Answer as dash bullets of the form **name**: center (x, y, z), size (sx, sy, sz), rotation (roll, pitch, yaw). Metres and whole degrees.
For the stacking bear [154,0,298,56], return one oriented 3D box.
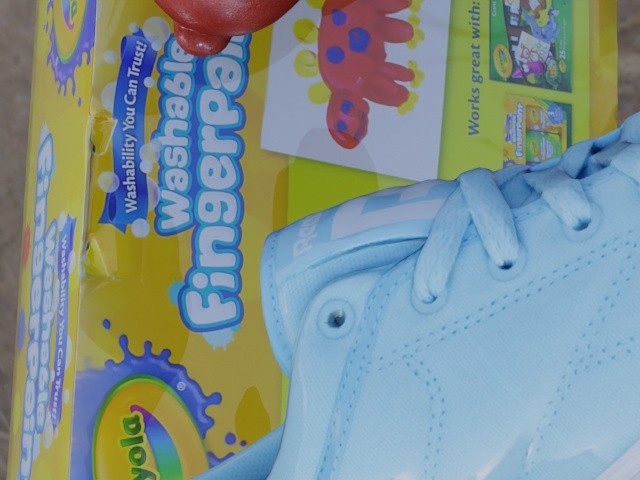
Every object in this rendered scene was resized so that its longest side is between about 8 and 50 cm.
- **stacking bear**: center (0.024, -0.214, 0.714), size (0.289, 0.175, 0.164), rotation (-36, 42, -2)

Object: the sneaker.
- **sneaker**: center (0.060, 0.022, 0.433), size (0.150, 0.366, 0.135), rotation (38, 16, -2)

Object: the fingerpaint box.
- **fingerpaint box**: center (0.000, 0.000, 0.913), size (0.371, 0.163, 0.444), rotation (5, 81, -24)
